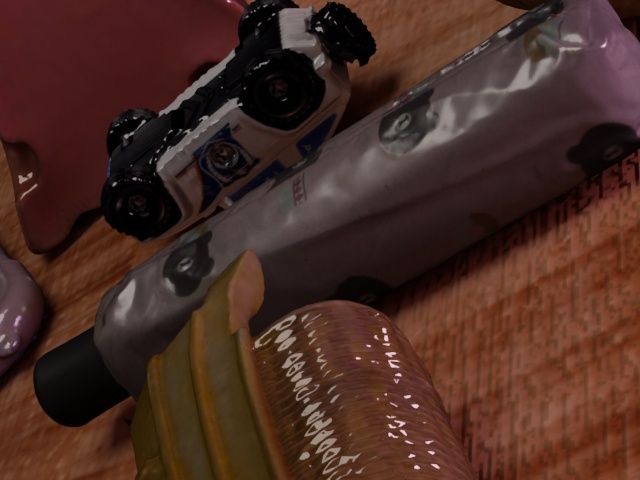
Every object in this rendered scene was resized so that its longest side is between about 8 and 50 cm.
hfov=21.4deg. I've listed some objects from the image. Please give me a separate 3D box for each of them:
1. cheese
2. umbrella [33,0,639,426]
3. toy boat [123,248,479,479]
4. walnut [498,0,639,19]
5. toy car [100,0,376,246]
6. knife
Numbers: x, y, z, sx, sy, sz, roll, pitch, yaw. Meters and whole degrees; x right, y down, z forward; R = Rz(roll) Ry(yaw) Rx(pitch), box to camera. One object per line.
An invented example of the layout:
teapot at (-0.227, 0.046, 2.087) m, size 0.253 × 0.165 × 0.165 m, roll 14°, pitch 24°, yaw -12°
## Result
cheese at (-0.123, -0.118, 1.060) m, size 0.177 × 0.203 × 0.128 m, roll -14°, pitch 22°, yaw -8°
umbrella at (0.000, 0.000, 0.762) m, size 0.337 × 0.073 × 0.067 m, roll -31°, pitch 11°, yaw 25°
toy boat at (0.003, 0.101, 0.600) m, size 0.115 × 0.089 × 0.310 m, roll -38°, pitch 28°, yaw 7°
walnut at (0.125, -0.180, 0.758) m, size 0.184 × 0.155 × 0.155 m, roll -49°, pitch 28°, yaw -4°
toy car at (-0.044, -0.064, 0.909) m, size 0.170 × 0.070 × 0.080 m, roll -37°, pitch 28°, yaw 18°
knife at (-0.251, 0.007, 1.127) m, size 0.132 × 0.038 × 0.398 m, roll -50°, pitch 28°, yaw -1°
